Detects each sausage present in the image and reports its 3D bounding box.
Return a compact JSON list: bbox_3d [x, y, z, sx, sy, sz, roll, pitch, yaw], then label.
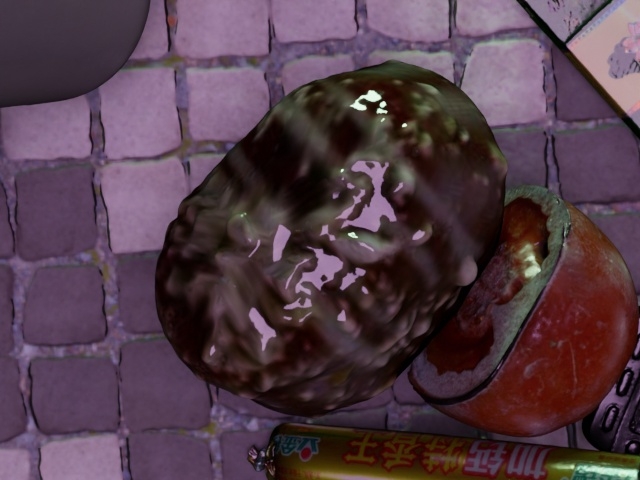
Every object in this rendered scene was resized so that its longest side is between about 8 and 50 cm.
[{"bbox_3d":[0.103,0.204,1.322,0.371,0.082,0.082,3,97,23],"label":"sausage"}]

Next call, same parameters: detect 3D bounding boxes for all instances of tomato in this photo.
[{"bbox_3d":[0.194,0.080,1.328,0.155,0.181,0.214,32,96,-20],"label":"tomato"}]

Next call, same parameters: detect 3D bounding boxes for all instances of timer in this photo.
[{"bbox_3d":[0.346,0.147,1.387,0.187,0.055,0.144,20,97,-8],"label":"timer"}]

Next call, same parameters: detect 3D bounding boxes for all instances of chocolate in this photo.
[{"bbox_3d":[0.000,0.000,1.248,0.225,0.210,0.340,44,97,17],"label":"chocolate"}]

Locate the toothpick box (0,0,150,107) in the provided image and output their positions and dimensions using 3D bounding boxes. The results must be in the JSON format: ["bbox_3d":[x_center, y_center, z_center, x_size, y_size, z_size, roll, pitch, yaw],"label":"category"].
[{"bbox_3d":[-0.262,-0.216,1.204,0.229,0.316,0.229,5,101,28],"label":"toothpick box"}]

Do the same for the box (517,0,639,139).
[{"bbox_3d":[0.299,-0.177,1.357,0.132,0.034,0.235,-42,96,2],"label":"box"}]
